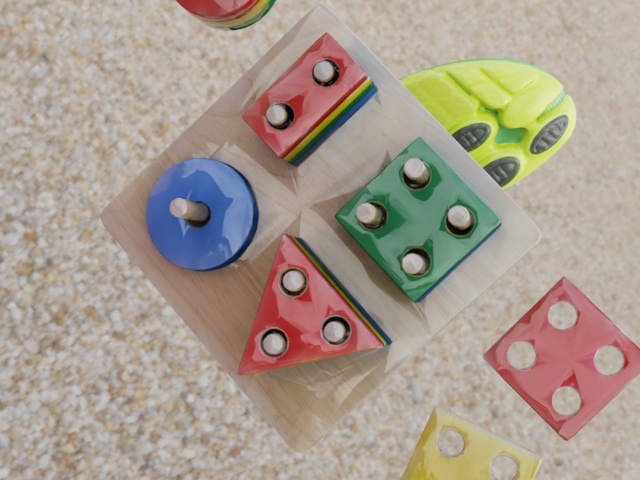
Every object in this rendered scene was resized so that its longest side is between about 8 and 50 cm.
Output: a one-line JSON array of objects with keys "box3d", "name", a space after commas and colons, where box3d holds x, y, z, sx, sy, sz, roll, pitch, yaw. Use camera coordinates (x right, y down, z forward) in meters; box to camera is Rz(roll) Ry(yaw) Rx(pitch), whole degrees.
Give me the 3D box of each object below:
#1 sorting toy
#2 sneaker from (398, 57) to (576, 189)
[{"box3d": [0.000, 0.000, 0.397, 0.274, 0.132, 0.046, 49, 6, 10], "name": "sorting toy"}, {"box3d": [0.055, -0.085, 0.804, 0.109, 0.295, 0.123, 61, 34, -23], "name": "sneaker"}]
